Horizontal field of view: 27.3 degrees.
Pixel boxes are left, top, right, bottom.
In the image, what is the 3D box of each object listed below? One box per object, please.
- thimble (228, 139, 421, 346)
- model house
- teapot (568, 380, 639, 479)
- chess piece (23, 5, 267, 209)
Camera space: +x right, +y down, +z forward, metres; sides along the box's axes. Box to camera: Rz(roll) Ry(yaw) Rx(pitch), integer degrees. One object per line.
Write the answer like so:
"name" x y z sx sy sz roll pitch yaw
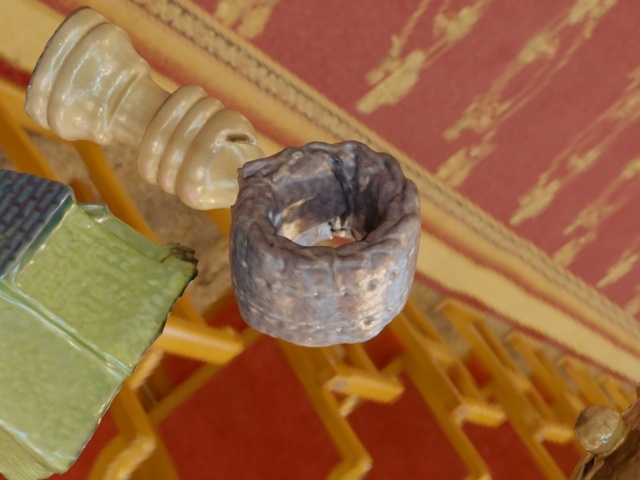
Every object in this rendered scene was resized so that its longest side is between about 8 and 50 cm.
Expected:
"thimble" 0.003 0.000 0.991 0.150 0.150 0.097 -24 141 -21
"model house" -0.236 0.052 1.028 0.214 0.189 0.195 -59 -164 -22
"teapot" 0.213 0.161 0.771 0.203 0.167 0.311 -48 -177 22
"chess piece" -0.150 -0.103 1.366 0.138 0.307 0.124 -57 169 6
